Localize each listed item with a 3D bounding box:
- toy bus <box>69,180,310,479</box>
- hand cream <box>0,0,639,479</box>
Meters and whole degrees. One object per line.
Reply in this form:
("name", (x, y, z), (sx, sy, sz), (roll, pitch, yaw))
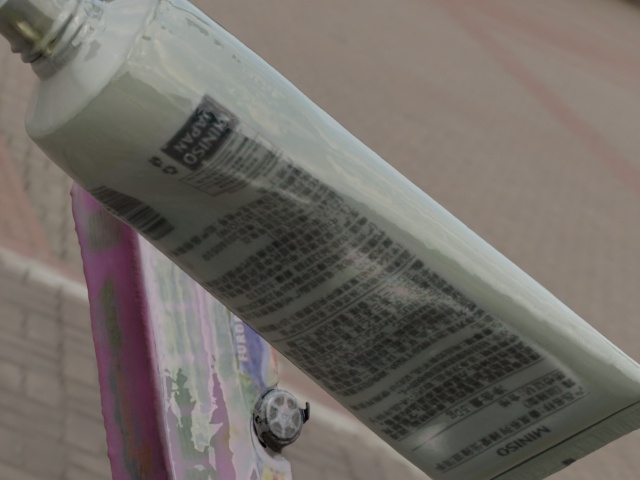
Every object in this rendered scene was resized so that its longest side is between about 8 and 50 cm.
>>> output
("toy bus", (-0.086, 0.063, 1.160), (0.112, 0.274, 0.090), (0, -14, -44))
("hand cream", (0.000, 0.000, 0.741), (0.340, 0.124, 0.078), (39, 34, -26))
